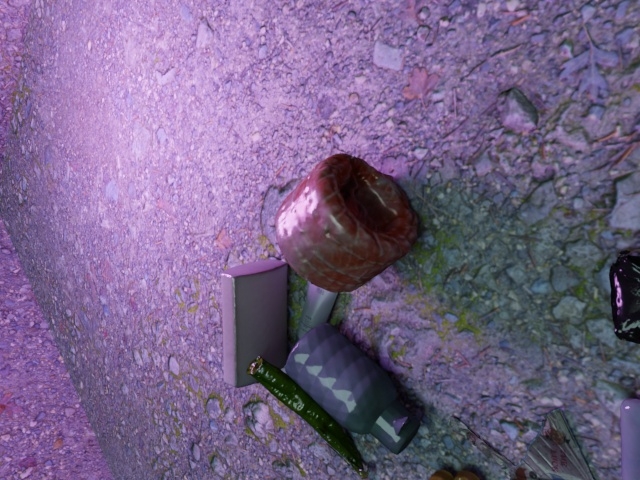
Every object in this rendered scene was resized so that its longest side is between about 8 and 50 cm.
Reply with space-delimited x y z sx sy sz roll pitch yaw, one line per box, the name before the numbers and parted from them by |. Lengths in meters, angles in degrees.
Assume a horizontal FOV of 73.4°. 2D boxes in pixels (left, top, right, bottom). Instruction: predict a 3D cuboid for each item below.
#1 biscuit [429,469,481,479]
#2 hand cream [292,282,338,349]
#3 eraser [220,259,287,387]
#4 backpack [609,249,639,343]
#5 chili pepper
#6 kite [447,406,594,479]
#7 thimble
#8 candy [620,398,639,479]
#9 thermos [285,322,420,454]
biscuit | 0.297 0.576 0.808 0.202 0.044 0.288 -18 93 41
hand cream | -0.022 0.195 1.003 0.079 0.048 0.255 28 113 26
eraser | -0.153 0.192 1.025 0.095 0.174 0.270 11 105 36
backpack | 0.463 0.079 0.544 0.165 0.106 0.119 3 79 23
chili pepper | -0.019 0.391 0.965 0.359 0.076 0.085 44 139 -6
kite | 0.360 0.427 0.756 0.314 0.011 0.335 31 116 31
thimble | 0.051 -0.033 0.780 0.162 0.239 0.239 -44 71 38
candy | 0.505 0.292 0.570 0.174 0.071 0.138 0 99 41
thermos | 0.070 0.319 0.897 0.286 0.145 0.182 38 153 27
